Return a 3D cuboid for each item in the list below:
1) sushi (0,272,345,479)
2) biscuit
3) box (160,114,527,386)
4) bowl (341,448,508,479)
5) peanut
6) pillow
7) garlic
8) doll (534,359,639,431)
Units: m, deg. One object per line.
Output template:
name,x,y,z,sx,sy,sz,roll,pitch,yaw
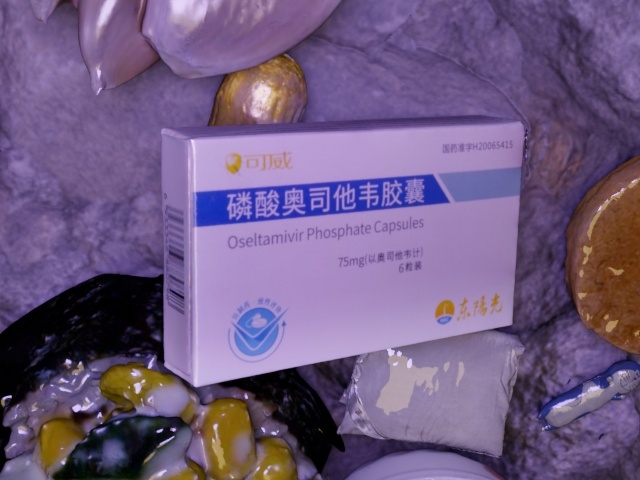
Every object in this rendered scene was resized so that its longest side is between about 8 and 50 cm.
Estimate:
sushi,-0.167,0.218,0.873,0.327,0.285,0.329,-28,106,6
biscuit,0.419,0.024,0.958,0.343,0.057,0.287,-16,108,2
box,0.030,-0.004,0.835,0.343,0.065,0.200,-6,103,-32
bowl,0.104,0.331,0.997,0.277,0.145,0.277,-1,109,-2
peanut,-0.075,-0.079,0.885,0.087,0.087,0.207,23,104,-10
pillow,0.118,0.144,0.971,0.181,0.078,0.134,12,101,-7
garlic,-0.098,-0.275,0.796,0.279,0.132,0.325,12,105,-6
doll,0.285,0.166,1.013,0.125,0.027,0.037,-32,114,7
